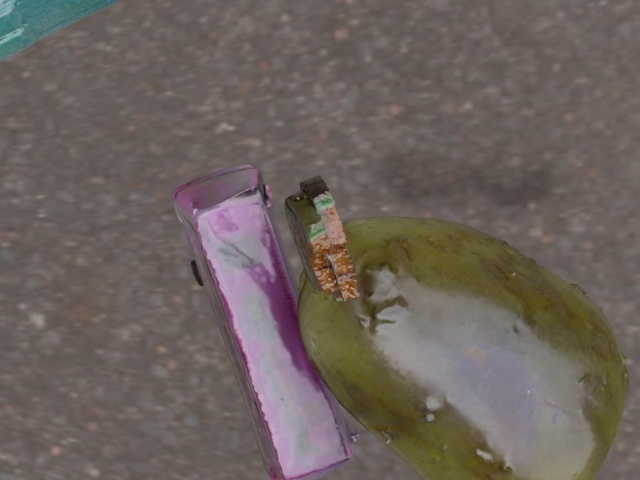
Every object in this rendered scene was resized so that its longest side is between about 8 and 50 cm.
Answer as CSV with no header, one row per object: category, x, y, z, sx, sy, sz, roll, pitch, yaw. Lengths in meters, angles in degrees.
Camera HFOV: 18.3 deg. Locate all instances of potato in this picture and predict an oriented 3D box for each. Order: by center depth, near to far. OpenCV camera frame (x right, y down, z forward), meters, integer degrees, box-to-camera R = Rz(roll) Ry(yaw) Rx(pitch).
potato,0.117,0.096,1.622,0.307,0.173,0.210,35,87,-15

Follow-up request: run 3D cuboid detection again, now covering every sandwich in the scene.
sandwich,0.000,0.000,1.295,0.029,0.135,0.067,-21,61,-4

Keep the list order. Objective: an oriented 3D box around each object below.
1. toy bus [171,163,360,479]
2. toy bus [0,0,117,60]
toy bus,-0.047,0.073,1.736,0.090,0.112,0.274,-20,98,-5
toy bus,-0.232,-0.219,1.588,0.261,0.109,0.091,-27,148,1
